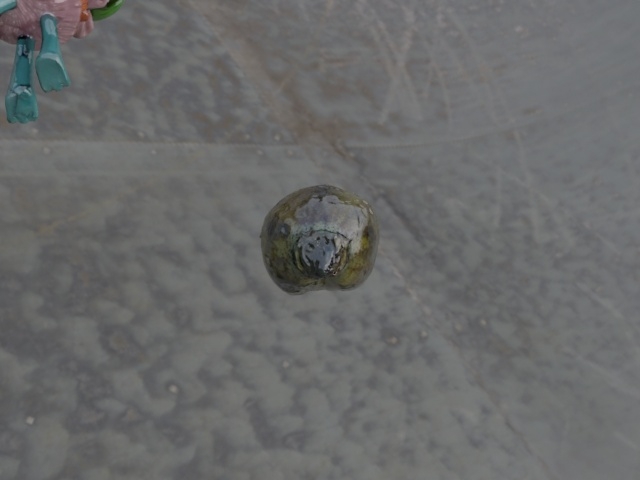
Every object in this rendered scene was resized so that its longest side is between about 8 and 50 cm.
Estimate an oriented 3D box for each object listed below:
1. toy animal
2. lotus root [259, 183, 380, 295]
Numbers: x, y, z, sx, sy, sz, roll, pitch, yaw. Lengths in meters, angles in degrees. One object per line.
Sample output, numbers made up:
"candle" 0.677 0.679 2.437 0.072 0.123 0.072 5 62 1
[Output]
"toy animal" -0.191 -0.155 0.559 0.103 0.100 0.208 -9 36 4
"lotus root" 0.000 0.000 0.374 0.054 0.049 0.099 -3 2 0
